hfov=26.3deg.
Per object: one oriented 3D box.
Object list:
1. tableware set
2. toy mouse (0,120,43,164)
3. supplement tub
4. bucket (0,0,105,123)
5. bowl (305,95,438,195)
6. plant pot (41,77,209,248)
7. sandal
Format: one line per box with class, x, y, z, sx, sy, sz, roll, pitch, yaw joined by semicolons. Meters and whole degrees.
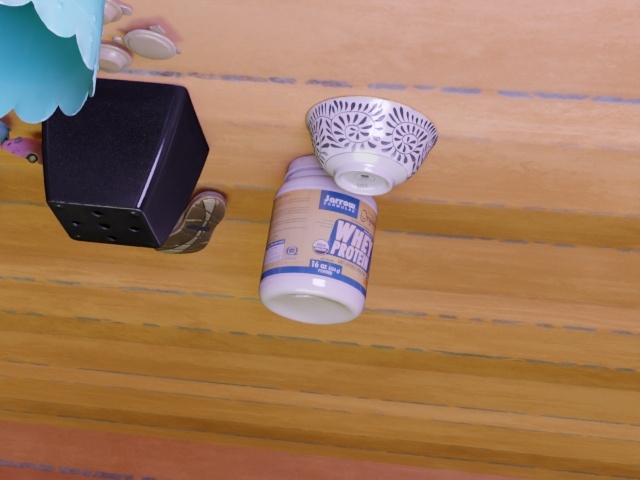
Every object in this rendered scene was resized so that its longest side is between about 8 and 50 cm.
tableware set;-0.255;-0.241;1.606;0.169;0.020;0.141;-10;149;42
toy mouse;-0.412;-0.135;1.858;0.143;0.031;0.161;22;-176;-42
supplement tub;0.000;0.000;1.852;0.144;0.199;0.144;8;158;3
bucket;-0.340;-0.258;1.384;0.281;0.183;0.281;8;158;3
bowl;0.059;-0.107;1.729;0.170;0.080;0.170;9;157;4
plant pot;-0.262;-0.093;1.776;0.187;0.167;0.188;5;157;8
sandal;-0.193;-0.031;2.065;0.072;0.049;0.180;13;144;-25
